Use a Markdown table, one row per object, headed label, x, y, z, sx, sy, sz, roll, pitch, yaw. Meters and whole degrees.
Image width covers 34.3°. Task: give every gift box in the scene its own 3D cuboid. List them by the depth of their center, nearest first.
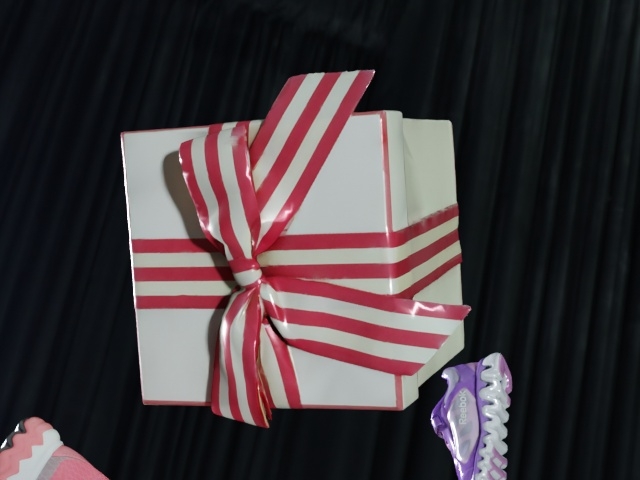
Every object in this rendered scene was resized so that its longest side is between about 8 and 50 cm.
| label | x | y | z | sx | sy | sz | roll | pitch | yaw |
| --- | --- | --- | --- | --- | --- | --- | --- | --- | --- |
| gift box | 0.000 | 0.000 | 0.865 | 0.276 | 0.255 | 0.258 | -7 | -177 | 22 |

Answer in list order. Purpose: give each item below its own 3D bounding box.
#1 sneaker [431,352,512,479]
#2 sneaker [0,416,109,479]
| label | x | y | z | sx | sy | sz | roll | pitch | yaw |
| --- | --- | --- | --- | --- | --- | --- | --- | --- | --- |
| sneaker | 0.204 | 0.270 | 1.443 | 0.104 | 0.236 | 0.095 | -4 | 147 | 22 |
| sneaker | -0.224 | 0.251 | 0.771 | 0.136 | 0.116 | 0.314 | 32 | -157 | -6 |
